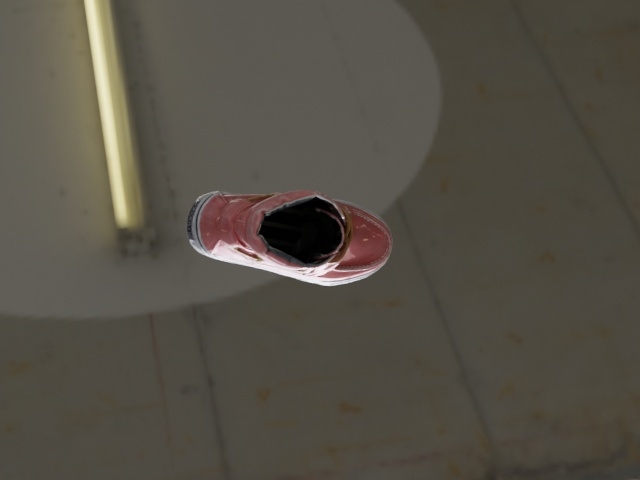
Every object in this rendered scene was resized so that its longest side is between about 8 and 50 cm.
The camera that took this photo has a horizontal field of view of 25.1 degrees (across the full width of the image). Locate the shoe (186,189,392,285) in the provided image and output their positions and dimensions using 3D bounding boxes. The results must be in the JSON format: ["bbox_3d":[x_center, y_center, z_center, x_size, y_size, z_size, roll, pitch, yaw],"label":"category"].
[{"bbox_3d":[0.000,0.000,0.999,0.178,0.063,0.081,8,179,-40],"label":"shoe"}]
